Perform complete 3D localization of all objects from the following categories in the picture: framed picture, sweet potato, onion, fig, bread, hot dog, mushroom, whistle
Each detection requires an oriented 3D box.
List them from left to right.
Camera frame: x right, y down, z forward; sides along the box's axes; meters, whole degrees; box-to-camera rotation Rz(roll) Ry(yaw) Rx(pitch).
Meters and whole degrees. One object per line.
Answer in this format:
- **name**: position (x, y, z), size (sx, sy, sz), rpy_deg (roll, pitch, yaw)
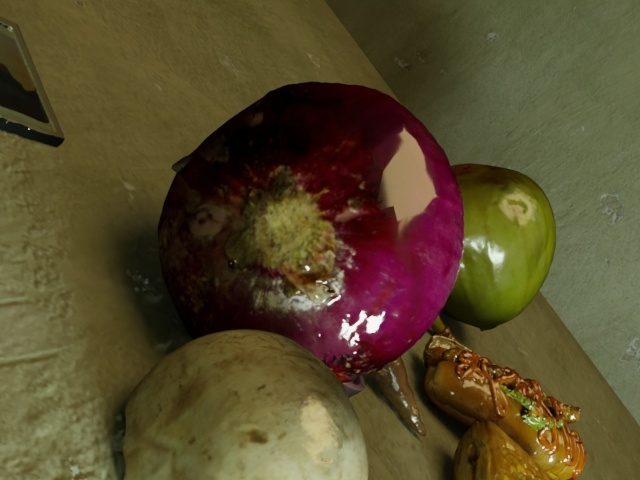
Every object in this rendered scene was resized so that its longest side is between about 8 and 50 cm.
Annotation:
- **framed picture**: position (-0.398, -0.203, 0.912), size (0.265, 0.018, 0.192), rpy_deg (16, 41, -60)
- **mushroom**: position (-0.043, 0.190, 0.762), size (0.195, 0.189, 0.254), rpy_deg (24, 37, -50)
- **onion**: position (0.000, 0.000, 1.010), size (0.348, 0.347, 0.385), rpy_deg (56, 6, 11)
- **sweet potato**: position (0.102, 0.195, 1.289), size (0.226, 0.068, 0.068), rpy_deg (52, 19, -4)
- **whistle**: position (0.228, 0.174, 1.684), size (0.046, 0.057, 0.109), rpy_deg (-52, 120, -25)
- **fig**: position (0.328, 0.012, 1.788), size (0.343, 0.343, 0.343), rpy_deg (45, 20, -21)
- **bread**: position (0.274, 0.400, 1.273), size (0.210, 0.099, 0.235), rpy_deg (43, 26, -18)
- **hot dog**: position (0.321, 0.280, 1.484), size (0.348, 0.117, 0.158), rpy_deg (34, 23, -12)

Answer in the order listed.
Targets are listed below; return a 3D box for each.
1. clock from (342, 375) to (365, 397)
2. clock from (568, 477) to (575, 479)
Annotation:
- **clock**: position (-0.010, 0.142, 1.139), size (0.110, 0.050, 0.153), rpy_deg (24, 33, -55)
- **clock**: position (0.471, 0.512, 1.588), size (0.155, 0.061, 0.113), rpy_deg (56, 19, 0)
